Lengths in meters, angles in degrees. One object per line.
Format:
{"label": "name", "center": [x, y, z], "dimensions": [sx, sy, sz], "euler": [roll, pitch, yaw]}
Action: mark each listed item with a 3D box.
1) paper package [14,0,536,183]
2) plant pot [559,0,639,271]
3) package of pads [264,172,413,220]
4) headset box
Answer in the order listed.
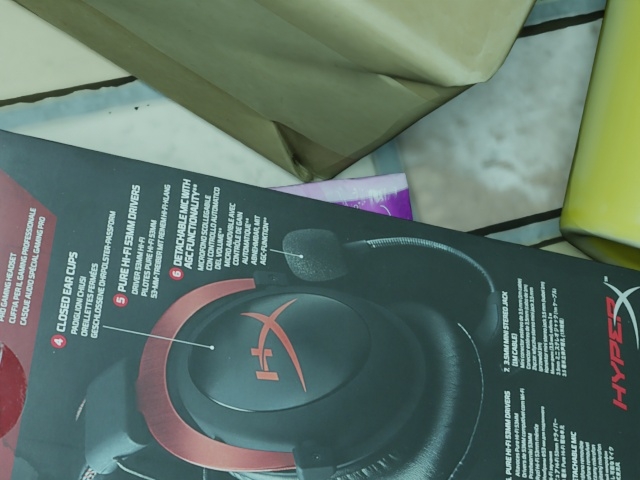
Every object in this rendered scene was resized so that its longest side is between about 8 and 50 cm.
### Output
{"label": "paper package", "center": [-0.022, -0.239, 0.651], "dimensions": [0.309, 0.168, 0.325], "euler": [31, 71, -12]}
{"label": "plant pot", "center": [0.224, -0.081, 0.690], "dimensions": [0.254, 0.254, 0.239], "euler": [25, 87, -16]}
{"label": "package of pads", "center": [0.000, 0.000, 0.688], "dimensions": [0.083, 0.032, 0.050], "euler": [-7, 85, -23]}
{"label": "headset box", "center": [-0.031, 0.096, 0.569], "dimensions": [0.293, 0.110, 0.218], "euler": [12, 56, -13]}
